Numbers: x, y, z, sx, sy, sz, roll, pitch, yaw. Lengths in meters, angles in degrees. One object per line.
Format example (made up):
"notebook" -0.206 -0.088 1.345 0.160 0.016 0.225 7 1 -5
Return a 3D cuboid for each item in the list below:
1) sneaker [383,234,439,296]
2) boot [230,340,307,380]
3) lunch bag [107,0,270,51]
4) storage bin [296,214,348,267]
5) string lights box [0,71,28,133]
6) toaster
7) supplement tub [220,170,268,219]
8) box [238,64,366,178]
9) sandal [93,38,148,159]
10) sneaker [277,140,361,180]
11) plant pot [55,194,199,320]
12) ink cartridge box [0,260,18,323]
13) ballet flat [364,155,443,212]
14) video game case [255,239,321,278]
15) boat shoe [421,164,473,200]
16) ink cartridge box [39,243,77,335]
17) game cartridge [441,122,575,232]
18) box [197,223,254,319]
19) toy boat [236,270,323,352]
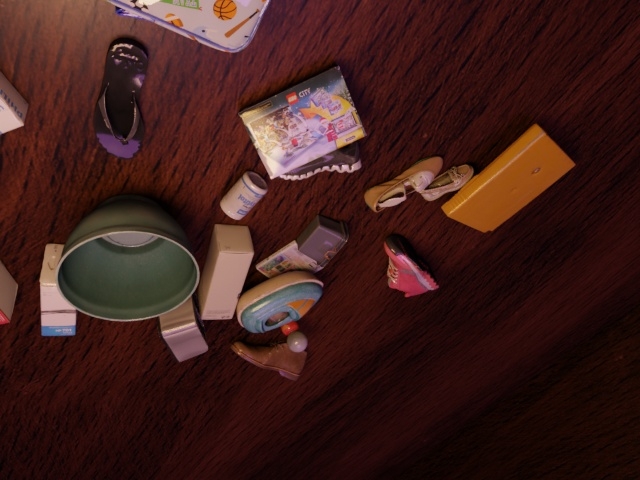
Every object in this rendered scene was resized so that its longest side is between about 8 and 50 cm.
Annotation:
"sneaker" 0.260 0.101 1.569 0.136 0.116 0.314 -32 137 16
"boot" -0.175 0.388 1.744 0.305 0.112 0.115 29 90 -36
"lunch bag" -0.220 -0.452 0.804 0.303 0.115 0.243 14 131 -33
"storage bin" 0.000 0.000 1.386 0.091 0.098 0.135 25 123 -26
"string lights box" -0.683 -0.228 0.887 0.259 0.077 0.133 -20 139 1
"toaster" -0.395 0.220 1.408 0.110 0.168 0.186 -17 139 -8
"supplement tub" -0.184 -0.109 1.209 0.071 0.071 0.107 25 122 -38
"box" -0.037 -0.254 1.084 0.233 0.044 0.159 -24 111 5
"sandal" -0.392 -0.262 0.978 0.097 0.055 0.255 1 134 -22
"sneaker" -0.013 -0.206 1.173 0.234 0.078 0.106 -9 131 -13
"plant pot" -0.438 0.020 1.153 0.292 0.196 0.293 -11 137 -11
"ink cartridge box" -0.834 0.127 1.167 0.176 0.127 0.128 -11 138 -8
"ballet flat" 0.230 -0.141 1.331 0.232 0.073 0.080 -28 138 9
"video game case" -0.089 0.076 1.482 0.143 0.019 0.157 -32 138 14
"boat shoe" 0.343 -0.163 1.367 0.153 0.056 0.048 -27 143 19
"ink cartridge box" -0.635 0.122 1.228 0.082 0.140 0.191 6 133 -24
"game cartridge" 0.532 -0.158 1.414 0.323 0.053 0.285 -43 145 26
"box" -0.263 0.090 1.362 0.094 0.113 0.275 3 135 -24
"toy boat" -0.101 0.222 1.498 0.267 0.148 0.318 -25 149 -9
